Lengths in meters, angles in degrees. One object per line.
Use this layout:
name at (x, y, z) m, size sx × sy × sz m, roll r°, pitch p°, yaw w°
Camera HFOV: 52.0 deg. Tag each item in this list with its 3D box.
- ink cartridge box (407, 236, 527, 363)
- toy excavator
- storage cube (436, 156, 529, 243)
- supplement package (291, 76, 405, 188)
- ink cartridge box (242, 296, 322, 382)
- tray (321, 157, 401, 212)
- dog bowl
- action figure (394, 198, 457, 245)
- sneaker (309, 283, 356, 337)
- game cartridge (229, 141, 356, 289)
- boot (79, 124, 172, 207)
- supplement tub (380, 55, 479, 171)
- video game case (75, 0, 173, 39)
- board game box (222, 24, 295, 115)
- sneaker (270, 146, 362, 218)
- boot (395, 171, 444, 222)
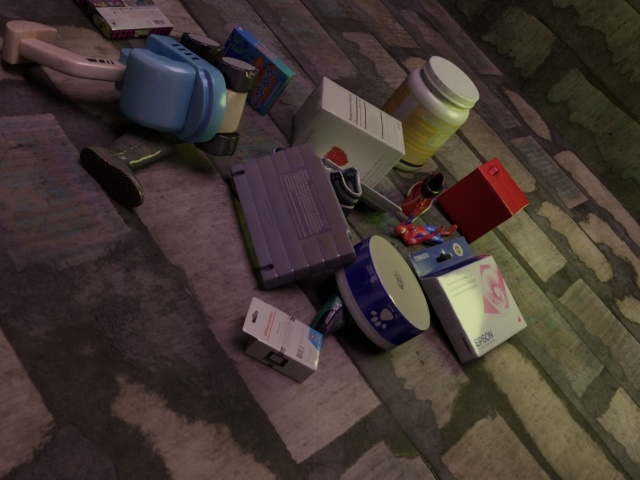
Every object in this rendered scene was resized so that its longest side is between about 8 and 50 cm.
ink cartridge box at (0.426, 0.147, 1.866) m, size 0.324 × 0.071 × 0.330 m, roll -15°, pitch 77°, yaw -48°
toy excavator at (-0.434, -0.381, 1.513) m, size 0.433 × 0.222 × 0.445 m, roll 38°, pitch 29°, yaw 32°
storage cube at (0.541, -0.133, 2.189) m, size 0.193 × 0.215 × 0.184 m, roll 55°, pitch 37°, yaw 6°
supplement package at (0.082, -0.317, 1.974) m, size 0.293 × 0.177 × 0.175 m, roll 25°, pitch 40°, yaw -21°
ink cartridge box at (-0.090, 0.209, 1.385) m, size 0.180 × 0.060 × 0.104 m, roll 32°, pitch 38°, yaw -15°
tray at (0.100, -0.151, 1.900) m, size 0.270 × 0.030 × 0.145 m, roll 32°, pitch -5°, yaw -14°
dog bowl at (0.152, 0.123, 1.589) m, size 0.265 × 0.104 × 0.265 m, roll 45°, pitch 25°, yaw -28°
action figure at (0.344, -0.042, 1.980) m, size 0.280 × 0.139 × 0.091 m, roll 2°, pitch 51°, yaw -38°
sneaker at (0.053, 0.176, 1.536) m, size 0.098 × 0.083 × 0.223 m, roll 44°, pitch 35°, yaw -6°
game cartridge at (-0.069, -0.068, 1.579) m, size 0.230 × 0.068 × 0.355 m, roll -15°, pitch 57°, yaw -7°
boot at (-0.410, -0.174, 1.482) m, size 0.189 × 0.076 × 0.208 m, roll 47°, pitch 30°, yaw 4°
supplement tub at (0.336, -0.416, 2.177) m, size 0.241 × 0.331 × 0.241 m, roll 25°, pitch 40°, yaw -23°
video game case at (-0.561, -0.653, 1.839) m, size 0.210 × 0.042 × 0.232 m, roll 49°, pitch 37°, yaw 8°
board game box at (-0.199, -0.492, 1.909) m, size 0.210 × 0.160 × 0.047 m, roll 40°, pitch 37°, yaw -2°
sneaker at (-0.004, -0.182, 1.780) m, size 0.282 × 0.153 × 0.099 m, roll 48°, pitch 36°, yaw 8°
boot at (0.343, -0.163, 2.061) m, size 0.088 × 0.176 × 0.244 m, roll 41°, pitch 35°, yaw 1°
